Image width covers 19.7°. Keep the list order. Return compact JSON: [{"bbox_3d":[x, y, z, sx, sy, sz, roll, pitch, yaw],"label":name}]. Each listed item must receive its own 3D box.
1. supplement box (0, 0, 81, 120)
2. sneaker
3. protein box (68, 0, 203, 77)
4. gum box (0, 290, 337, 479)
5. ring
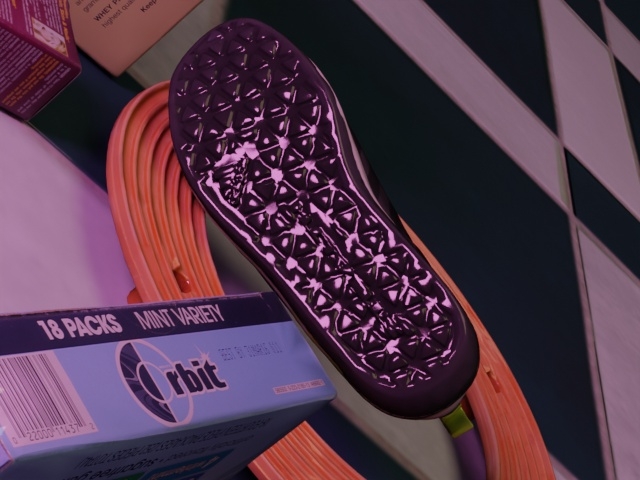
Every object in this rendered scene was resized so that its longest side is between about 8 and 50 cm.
[{"bbox_3d":[-0.158,-0.102,0.861,0.083,0.043,0.055,30,30,-39],"label":"supplement box"},{"bbox_3d":[0.000,0.000,0.918,0.235,0.084,0.097,60,0,17],"label":"sneaker"},{"bbox_3d":[-0.110,-0.237,0.950,0.201,0.200,0.136,39,25,-27],"label":"protein box"},{"bbox_3d":[-0.104,0.084,0.498,0.041,0.184,0.157,57,23,15],"label":"gum box"},{"bbox_3d":[0.009,0.057,0.958,0.336,0.032,0.337,42,24,-24],"label":"ring"}]
